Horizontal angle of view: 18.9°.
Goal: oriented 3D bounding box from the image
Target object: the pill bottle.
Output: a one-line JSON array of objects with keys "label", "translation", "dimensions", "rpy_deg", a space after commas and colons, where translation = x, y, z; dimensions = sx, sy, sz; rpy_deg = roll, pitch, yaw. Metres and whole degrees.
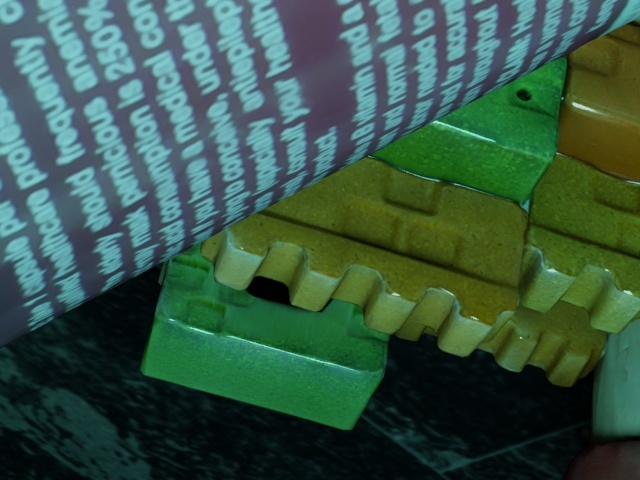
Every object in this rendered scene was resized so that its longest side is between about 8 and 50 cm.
[{"label": "pill bottle", "translation": [-0.075, -0.102, 0.512], "dimensions": [0.392, 0.224, 0.224], "rpy_deg": [-28, 141, -12]}]

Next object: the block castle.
[{"label": "block castle", "translation": [0.000, 0.000, 0.778], "dimensions": [0.453, 0.213, 0.303], "rpy_deg": [17, 142, -6]}]
